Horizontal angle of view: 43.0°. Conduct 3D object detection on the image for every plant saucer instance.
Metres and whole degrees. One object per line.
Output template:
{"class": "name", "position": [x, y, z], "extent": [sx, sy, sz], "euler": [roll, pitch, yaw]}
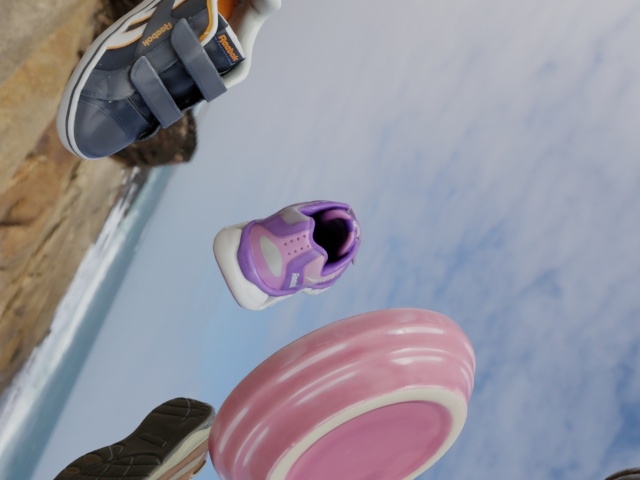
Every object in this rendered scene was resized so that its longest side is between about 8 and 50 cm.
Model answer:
{"class": "plant saucer", "position": [0.040, 0.217, 0.938], "extent": [0.332, 0.332, 0.084], "euler": [-59, -137, 31]}

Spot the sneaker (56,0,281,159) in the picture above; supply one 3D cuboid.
{"class": "sneaker", "position": [-0.176, -0.218, 0.978], "extent": [0.321, 0.127, 0.126], "euler": [-54, 151, -12]}

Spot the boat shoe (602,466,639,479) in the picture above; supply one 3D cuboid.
{"class": "boat shoe", "position": [0.125, 0.243, 0.460], "extent": [0.257, 0.095, 0.095], "euler": [-34, -177, -6]}

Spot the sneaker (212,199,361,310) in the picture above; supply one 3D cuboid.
{"class": "sneaker", "position": [0.000, 0.000, 0.785], "extent": [0.104, 0.095, 0.236], "euler": [-26, 178, 25]}

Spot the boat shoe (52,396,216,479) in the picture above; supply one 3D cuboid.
{"class": "boat shoe", "position": [-0.267, 0.357, 1.195], "extent": [0.324, 0.122, 0.120], "euler": [-29, 126, -47]}
